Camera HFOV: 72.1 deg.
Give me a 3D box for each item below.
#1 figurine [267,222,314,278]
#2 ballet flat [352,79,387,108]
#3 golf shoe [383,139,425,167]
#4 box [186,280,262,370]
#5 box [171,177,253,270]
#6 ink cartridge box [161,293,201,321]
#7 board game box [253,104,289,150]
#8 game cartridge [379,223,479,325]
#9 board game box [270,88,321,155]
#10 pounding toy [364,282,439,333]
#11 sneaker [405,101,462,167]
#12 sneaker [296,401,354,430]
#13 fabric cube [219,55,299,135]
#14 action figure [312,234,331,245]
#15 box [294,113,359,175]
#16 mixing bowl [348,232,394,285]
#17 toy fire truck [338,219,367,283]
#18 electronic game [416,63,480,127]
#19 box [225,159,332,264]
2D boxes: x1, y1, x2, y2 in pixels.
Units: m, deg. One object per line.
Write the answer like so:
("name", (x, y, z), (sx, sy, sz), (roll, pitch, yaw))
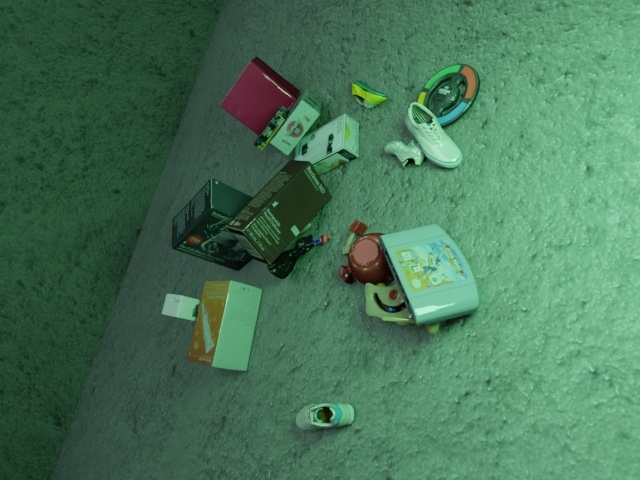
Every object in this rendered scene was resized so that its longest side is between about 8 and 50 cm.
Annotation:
("figurine", (-0.109, 0.015, 1.737), (0.209, 0.092, 0.214), (-41, 31, 21))
("ballet flat", (0.187, -0.564, 1.727), (0.231, 0.077, 0.077), (53, 133, 49))
("golf shoe", (0.278, -0.291, 1.492), (0.176, 0.069, 0.085), (13, 88, 51))
("box", (-0.402, 0.355, 1.849), (0.215, 0.168, 0.344), (-8, 66, 46))
("box", (-0.420, -0.058, 1.931), (0.313, 0.344, 0.178), (-39, 45, 30))
("ink cartridge box", (-0.570, 0.317, 1.999), (0.172, 0.237, 0.100), (-3, 70, 48))
("board game box", (-0.208, -0.480, 1.868), (0.170, 0.048, 0.141), (-46, 20, 26))
("game cartridge", (0.300, 0.080, 1.206), (0.198, 0.062, 0.297), (-16, 51, -3))
("board game box", (-0.102, -0.521, 1.907), (0.224, 0.098, 0.303), (-48, 17, 23))
("pounding toy", (0.227, 0.162, 1.256), (0.270, 0.155, 0.154), (7, 80, 47))
("sneaker", (0.344, -0.330, 1.370), (0.094, 0.091, 0.258), (-34, 61, -3))
("sneaker", (-0.005, 0.547, 1.378), (0.229, 0.092, 0.087), (-29, 54, 38))
("fabric cube", (-0.281, -0.677, 2.083), (0.254, 0.258, 0.259), (-49, 18, 21))
("action figure", (0.000, 0.000, 1.684), (0.115, 0.030, 0.038), (-18, 63, 50))
("box", (0.021, -0.375, 1.795), (0.290, 0.087, 0.169), (-17, 60, 42))
("mixing bowl", (0.157, 0.048, 1.390), (0.182, 0.098, 0.181), (-9, 70, 25))
("toy fire truck", (0.115, 0.040, 1.524), (0.192, 0.047, 0.135), (-56, 40, 14))
("electronic game", (0.412, -0.473, 1.441), (0.229, 0.048, 0.229), (-24, 55, 39))
("box", (-0.150, -0.112, 1.670), (0.143, 0.191, 0.381), (14, 57, 49))
